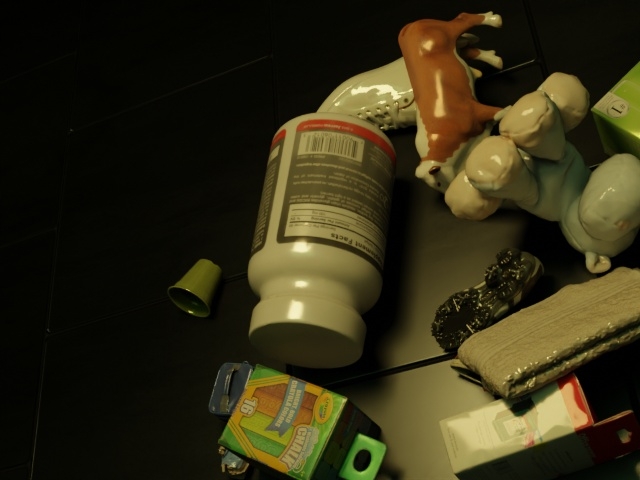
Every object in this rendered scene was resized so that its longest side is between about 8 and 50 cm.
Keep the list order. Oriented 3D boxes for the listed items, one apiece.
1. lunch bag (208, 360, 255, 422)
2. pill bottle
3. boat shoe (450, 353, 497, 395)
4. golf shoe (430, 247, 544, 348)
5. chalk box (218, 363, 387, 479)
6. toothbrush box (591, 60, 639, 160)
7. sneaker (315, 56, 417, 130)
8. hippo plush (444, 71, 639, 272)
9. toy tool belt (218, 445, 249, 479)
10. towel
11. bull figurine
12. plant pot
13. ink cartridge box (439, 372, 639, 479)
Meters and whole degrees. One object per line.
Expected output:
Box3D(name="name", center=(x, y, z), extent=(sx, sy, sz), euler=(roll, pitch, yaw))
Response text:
Box3D(name="lunch bag", center=(-0.129, 0.238, 1.488), extent=(0.067, 0.065, 0.098), euler=(-1, 60, 27))
Box3D(name="pill bottle", center=(0.000, 0.000, 1.478), extent=(0.210, 0.210, 0.363), euler=(-6, 58, 25))
Box3D(name="boat shoe", center=(0.240, 0.194, 1.326), extent=(0.043, 0.049, 0.137), euler=(-39, 43, -16))
Box3D(name="golf shoe", center=(0.249, 0.093, 1.380), extent=(0.198, 0.094, 0.077), euler=(-44, 59, 29))
Box3D(name="chalk box", center=(-0.010, 0.285, 1.350), extent=(0.213, 0.132, 0.132), euler=(14, 68, 34))
Box3D(name="toothbrush box", center=(0.565, -0.160, 1.336), extent=(0.206, 0.122, 0.283), euler=(-44, 52, -3))
Box3D(name="sneaker", center=(0.117, -0.232, 1.630), extent=(0.290, 0.106, 0.123), euler=(-32, 48, 5))
Box3D(name="hippo plush", center=(0.330, -0.056, 1.331), extent=(0.236, 0.294, 0.234), euler=(44, 66, 13))
Box3D(name="toy tool belt", center=(-0.129, 0.319, 1.444), extent=(0.052, 0.051, 0.083), euler=(-4, 58, 26))
Box3D(name="towel", center=(0.330, 0.113, 1.244), extent=(0.282, 0.049, 0.187), euler=(-26, 9, -4))
Box3D(name="bull figurine", center=(0.223, -0.226, 1.525), extent=(0.188, 0.101, 0.310), euler=(-11, 76, -3))
Box3D(name="plant pot", center=(-0.209, 0.077, 1.633), extent=(0.083, 0.083, 0.079), euler=(7, 52, 31))
Box3D(name="ink cartridge box", center=(0.286, 0.249, 1.213), extent=(0.231, 0.134, 0.078), euler=(-23, 53, 13))
